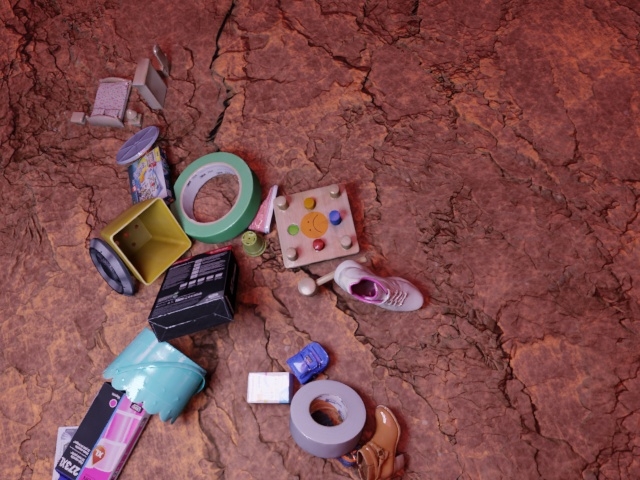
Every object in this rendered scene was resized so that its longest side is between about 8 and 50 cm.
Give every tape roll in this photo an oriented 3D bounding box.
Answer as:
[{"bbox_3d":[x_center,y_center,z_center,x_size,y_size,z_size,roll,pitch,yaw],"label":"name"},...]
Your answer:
[{"bbox_3d":[0.019,0.514,1.528,0.219,0.072,0.219,4,34,-3],"label":"tape roll"},{"bbox_3d":[-0.367,-0.150,1.838,0.321,0.077,0.321,-7,68,16],"label":"tape roll"}]

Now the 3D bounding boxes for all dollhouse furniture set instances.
[{"bbox_3d":[-0.798,-0.616,2.036,0.355,0.174,0.303,3,71,9],"label":"dollhouse furniture set"}]

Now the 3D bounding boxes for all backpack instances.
[{"bbox_3d":[-0.032,0.378,1.630,0.120,0.101,0.098,-34,77,-8],"label":"backpack"}]

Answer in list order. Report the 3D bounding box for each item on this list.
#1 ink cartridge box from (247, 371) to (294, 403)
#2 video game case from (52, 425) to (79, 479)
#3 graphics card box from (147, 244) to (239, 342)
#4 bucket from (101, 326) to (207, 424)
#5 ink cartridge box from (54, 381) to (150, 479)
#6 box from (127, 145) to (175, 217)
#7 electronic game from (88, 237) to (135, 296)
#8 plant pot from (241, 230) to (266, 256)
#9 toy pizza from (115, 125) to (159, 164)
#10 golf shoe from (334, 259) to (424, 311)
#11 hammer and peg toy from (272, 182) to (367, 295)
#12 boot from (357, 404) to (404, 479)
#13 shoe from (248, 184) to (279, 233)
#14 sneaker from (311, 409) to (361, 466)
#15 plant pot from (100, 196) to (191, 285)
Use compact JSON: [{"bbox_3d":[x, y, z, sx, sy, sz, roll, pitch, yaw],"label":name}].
[{"bbox_3d":[-0.160,0.457,1.624,0.143,0.090,0.092,-3,71,6],"label":"ink cartridge box"},{"bbox_3d":[-0.747,0.677,1.663,0.190,0.022,0.173,-4,71,6],"label":"video game case"},{"bbox_3d":[-0.380,0.153,1.640,0.233,0.371,0.094,-17,113,1],"label":"graphics card box"},{"bbox_3d":[-0.492,0.405,1.598,0.281,0.281,0.183,31,73,16],"label":"bucket"},{"bbox_3d":[-0.683,0.645,1.623,0.176,0.069,0.371,23,78,15],"label":"ink cartridge box"},{"bbox_3d":[-0.611,-0.207,1.896,0.159,0.044,0.233,-29,60,19],"label":"box"},{"bbox_3d":[-0.697,0.091,1.758,0.229,0.229,0.048,40,54,18],"label":"electronic game"},{"bbox_3d":[-0.234,0.004,1.796,0.083,0.079,0.083,-3,71,8],"label":"plant pot"},{"bbox_3d":[-0.678,-0.351,1.967,0.201,0.032,0.201,-21,41,20],"label":"toy pizza"},{"bbox_3d":[0.189,0.164,1.607,0.306,0.140,0.115,19,104,-15],"label":"golf shoe"},{"bbox_3d":[0.000,0.000,1.742,0.266,0.127,0.361,-14,73,3],"label":"hammer and peg toy"},{"bbox_3d":[0.160,0.580,1.505,0.152,0.073,0.197,0,66,-39],"label":"boot"},{"bbox_3d":[-0.199,-0.115,1.839,0.081,0.063,0.178,10,78,7],"label":"shoe"},{"bbox_3d":[0.021,0.592,1.558,0.083,0.087,0.221,-25,46,-38],"label":"sneaker"},{"bbox_3d":[-0.606,-0.009,1.761,0.187,0.212,0.212,10,48,42],"label":"plant pot"}]
